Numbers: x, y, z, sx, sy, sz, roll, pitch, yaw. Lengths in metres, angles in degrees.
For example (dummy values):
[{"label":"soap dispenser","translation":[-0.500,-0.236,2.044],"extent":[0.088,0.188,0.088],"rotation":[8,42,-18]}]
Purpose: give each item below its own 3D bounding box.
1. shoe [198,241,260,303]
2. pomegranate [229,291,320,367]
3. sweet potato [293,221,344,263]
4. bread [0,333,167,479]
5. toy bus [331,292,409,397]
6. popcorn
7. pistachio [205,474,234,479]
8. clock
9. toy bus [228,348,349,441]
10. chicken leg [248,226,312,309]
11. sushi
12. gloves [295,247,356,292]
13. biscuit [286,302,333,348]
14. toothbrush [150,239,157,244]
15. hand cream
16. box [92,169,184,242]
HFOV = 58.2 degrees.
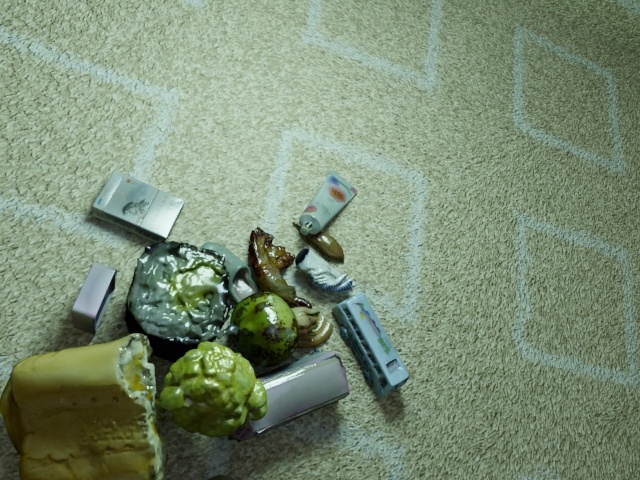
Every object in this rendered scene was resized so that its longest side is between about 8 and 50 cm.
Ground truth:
[{"label":"shoe","translation":[-0.274,0.101,1.772],"extent":[0.251,0.100,0.103],"rotation":[48,60,-2]},{"label":"pomegranate","translation":[-0.129,0.248,1.690],"extent":[0.277,0.204,0.221],"rotation":[-17,66,-7]},{"label":"sweet potato","translation":[0.004,-0.001,1.947],"extent":[0.226,0.068,0.068],"rotation":[37,60,-4]},{"label":"bread","translation":[-0.566,0.414,1.398],"extent":[0.395,0.250,0.360],"rotation":[-9,95,4]},{"label":"toy bus","translation":[0.164,0.331,1.836],"extent":[0.109,0.136,0.329],"rotation":[-24,79,-26]},{"label":"popcorn","translation":[-0.268,0.375,1.432],"extent":[0.242,0.250,0.234],"rotation":[-25,62,-4]},{"label":"pistachio","translation":[-0.307,0.739,1.459],"extent":[0.197,0.166,0.288],"rotation":[39,60,13]},{"label":"clock","translation":[-0.610,0.158,1.554],"extent":[0.063,0.197,0.150],"rotation":[21,63,-12]},{"label":"toy bus","translation":[-0.106,0.443,1.667],"extent":[0.387,0.162,0.171],"rotation":[-17,78,-26]},{"label":"chicken leg","translation":[-0.139,0.097,1.827],"extent":[0.178,0.083,0.322],"rotation":[3,54,-39]},{"label":"sushi","translation":[-0.391,0.176,1.581],"extent":[0.282,0.294,0.299],"rotation":[1,70,-21]},{"label":"gloves","translation":[0.017,0.111,1.882],"extent":[0.229,0.097,0.119],"rotation":[30,28,-15]},{"label":"biscuit","translation":[-0.075,0.263,1.826],"extent":[0.224,0.033,0.144],"rotation":[36,60,-5]},{"label":"toothbrush","translation":[-0.489,0.028,1.763],"extent":[0.167,0.011,0.014],"rotation":[43,66,-2]},{"label":"hand cream","translation":[0.020,-0.124,1.979],"extent":[0.124,0.077,0.340],"rotation":[39,46,-2]},{"label":"box","translation":[-0.552,-0.100,1.750],"extent":[0.233,0.067,0.149],"rotation":[25,56,-10]}]
